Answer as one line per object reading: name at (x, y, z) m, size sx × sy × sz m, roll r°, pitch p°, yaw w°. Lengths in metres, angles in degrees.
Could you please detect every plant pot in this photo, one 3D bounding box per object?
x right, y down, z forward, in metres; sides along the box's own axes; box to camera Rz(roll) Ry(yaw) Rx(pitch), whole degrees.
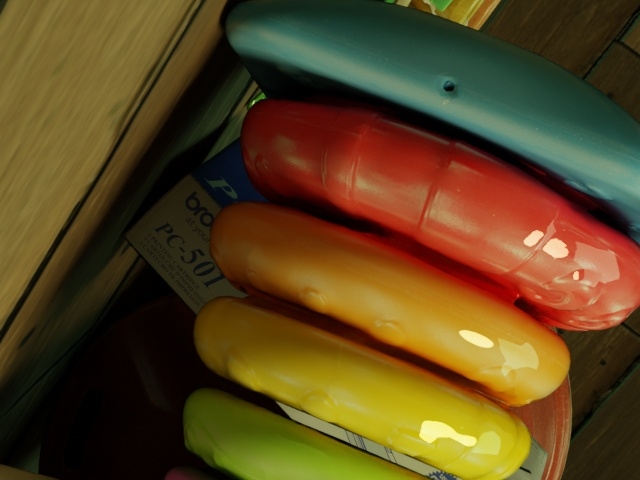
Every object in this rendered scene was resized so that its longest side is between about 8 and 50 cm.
plant pot at (-0.011, 0.113, 0.957) m, size 0.272 × 0.272 × 0.265 m, roll -54°, pitch 170°, yaw 13°

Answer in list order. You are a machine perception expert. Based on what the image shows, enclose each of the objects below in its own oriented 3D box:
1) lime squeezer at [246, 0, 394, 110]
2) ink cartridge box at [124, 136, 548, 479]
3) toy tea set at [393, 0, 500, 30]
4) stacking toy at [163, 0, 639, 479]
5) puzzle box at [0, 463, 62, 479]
lime squeezer at (0.065, -0.156, 0.711) m, size 0.110 × 0.059 × 0.310 m, roll -52°, pitch 178°, yaw -41°
ink cartridge box at (0.012, 0.049, 0.753) m, size 0.046 × 0.207 × 0.097 m, roll -42°, pitch -177°, yaw 20°
toy tea set at (0.107, -0.129, 1.122) m, size 0.336 × 0.124 × 0.200 m, roll -55°, pitch 177°, yaw 40°
stacking toy at (0.005, 0.079, 0.622) m, size 0.166 × 0.175 × 0.302 m, roll 49°, pitch 63°, yaw -78°
puzzle box at (-0.091, 0.238, 0.828) m, size 0.409 × 0.272 × 0.052 m, roll 125°, pitch -21°, yaw -52°
